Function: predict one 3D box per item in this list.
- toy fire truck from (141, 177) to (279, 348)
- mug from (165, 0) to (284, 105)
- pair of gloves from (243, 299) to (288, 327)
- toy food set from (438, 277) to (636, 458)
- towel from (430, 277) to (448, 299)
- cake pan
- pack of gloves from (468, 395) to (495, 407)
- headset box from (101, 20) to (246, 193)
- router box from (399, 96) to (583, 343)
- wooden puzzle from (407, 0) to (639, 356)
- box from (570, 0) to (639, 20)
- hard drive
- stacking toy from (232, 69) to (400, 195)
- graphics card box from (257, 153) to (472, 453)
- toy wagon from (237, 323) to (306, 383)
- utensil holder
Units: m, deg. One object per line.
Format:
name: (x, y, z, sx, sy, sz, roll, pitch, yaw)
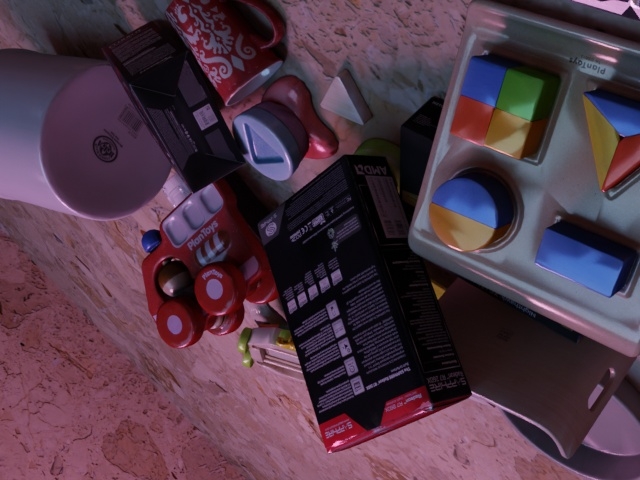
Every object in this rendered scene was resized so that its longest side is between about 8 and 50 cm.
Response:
toy fire truck: (-0.235, 0.053, 1.638, 0.302, 0.169, 0.254, -39, 76, 29)
mug: (-0.139, -0.320, 1.296, 0.169, 0.150, 0.113, 52, -172, -2)
pair of gloves: (-0.059, 0.187, 1.810, 0.240, 0.042, 0.204, 14, 153, 29)
toy food set: (0.273, 0.166, 1.216, 0.306, 0.220, 0.092, 22, 143, 37)
towel: (0.153, 0.077, 1.392, 0.237, 0.021, 0.102, 31, 156, -15)
cake pan: (0.408, 0.274, 1.350, 0.293, 0.054, 0.293, 33, 149, 23)
pack of gloves: (0.210, 0.221, 1.547, 0.195, 0.046, 0.232, 38, 168, -9)
headset box: (-0.260, -0.239, 1.444, 0.293, 0.110, 0.218, 47, 166, 56)
router box: (0.252, -0.027, 1.139, 0.309, 0.081, 0.243, 31, 148, 27)
wooden puzzle: (0.258, -0.065, 0.952, 0.322, 0.080, 0.348, 26, 122, 29)
box: (0.256, -0.329, 0.764, 0.183, 0.056, 0.231, 28, 147, 29)
hard drive: (-0.179, -0.025, 1.752, 0.339, 0.064, 0.237, 52, 151, -9)
stacking toy: (-0.001, -0.106, 1.330, 0.309, 0.130, 0.279, 53, 152, -14)
graphics card box: (0.050, 0.090, 1.202, 0.233, 0.094, 0.371, -37, 66, 44)
toy wagon: (-0.041, 0.247, 1.786, 0.267, 0.068, 0.344, 15, 157, 7)
utensil holder: (-0.529, -0.216, 1.701, 0.385, 0.327, 0.328, 16, 140, 42)
